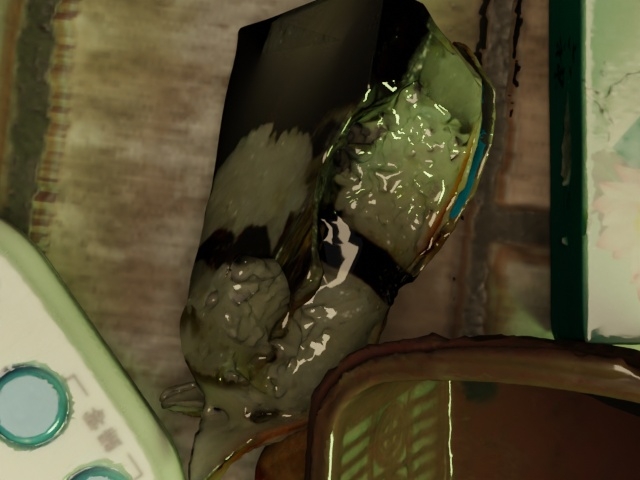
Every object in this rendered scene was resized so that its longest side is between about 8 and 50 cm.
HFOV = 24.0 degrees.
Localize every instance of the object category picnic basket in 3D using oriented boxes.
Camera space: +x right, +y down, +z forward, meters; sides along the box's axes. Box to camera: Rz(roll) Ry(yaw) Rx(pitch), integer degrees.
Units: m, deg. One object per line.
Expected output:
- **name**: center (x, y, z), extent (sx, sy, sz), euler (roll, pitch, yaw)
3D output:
- **picnic basket**: center (0.115, 0.175, 0.745), extent (0.222, 0.129, 0.297), euler (4, 106, 22)

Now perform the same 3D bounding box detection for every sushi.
- **sushi**: center (0.008, 0.009, 0.803), extent (0.109, 0.134, 0.273), euler (19, 76, -33)

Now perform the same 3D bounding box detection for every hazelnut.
- **hazelnut**: center (0.009, 0.127, 0.818), extent (0.086, 0.086, 0.086), euler (0, 89, -3)

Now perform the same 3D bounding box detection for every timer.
- **timer**: center (-0.213, 0.120, 0.798), extent (0.237, 0.087, 0.262), euler (-35, 90, -4)

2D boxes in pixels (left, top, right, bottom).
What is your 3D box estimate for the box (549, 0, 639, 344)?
- **box**: center (0.206, -0.064, 0.821), extent (0.153, 0.092, 0.245), euler (-1, 89, -3)
